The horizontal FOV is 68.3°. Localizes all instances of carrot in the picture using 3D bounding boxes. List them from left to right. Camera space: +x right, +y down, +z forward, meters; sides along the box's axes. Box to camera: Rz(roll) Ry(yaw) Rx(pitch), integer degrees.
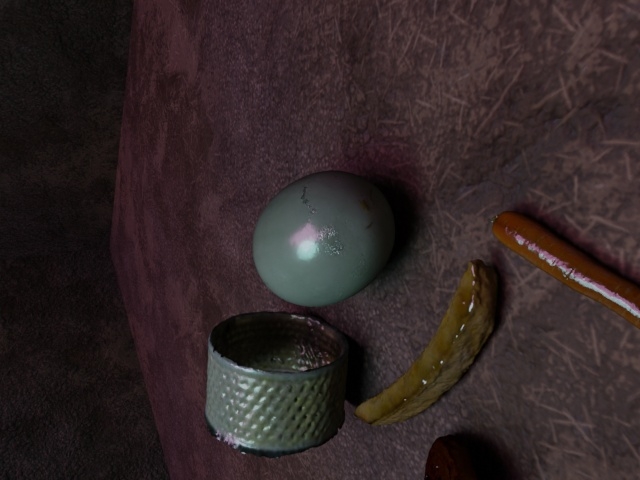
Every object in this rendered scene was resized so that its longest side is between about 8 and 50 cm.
[{"bbox_3d":[0.277,0.038,0.485,0.248,0.043,0.043,45,132,41],"label":"carrot"}]

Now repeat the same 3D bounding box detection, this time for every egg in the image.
[{"bbox_3d":[0.000,0.000,0.748,0.282,0.202,0.203,-36,67,57],"label":"egg"}]

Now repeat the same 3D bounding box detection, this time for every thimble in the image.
[{"bbox_3d":[-0.079,0.247,0.868,0.270,0.270,0.150,23,113,53],"label":"thimble"}]

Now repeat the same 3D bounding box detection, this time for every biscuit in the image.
[{"bbox_3d":[0.176,0.365,0.639,0.192,0.049,0.192,-171,90,-88],"label":"biscuit"}]

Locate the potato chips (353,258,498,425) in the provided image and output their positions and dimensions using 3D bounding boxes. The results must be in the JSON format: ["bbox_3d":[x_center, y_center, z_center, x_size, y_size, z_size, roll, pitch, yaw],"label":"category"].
[{"bbox_3d":[0.151,0.192,0.694,0.080,0.057,0.407,-109,32,-40],"label":"potato chips"}]
